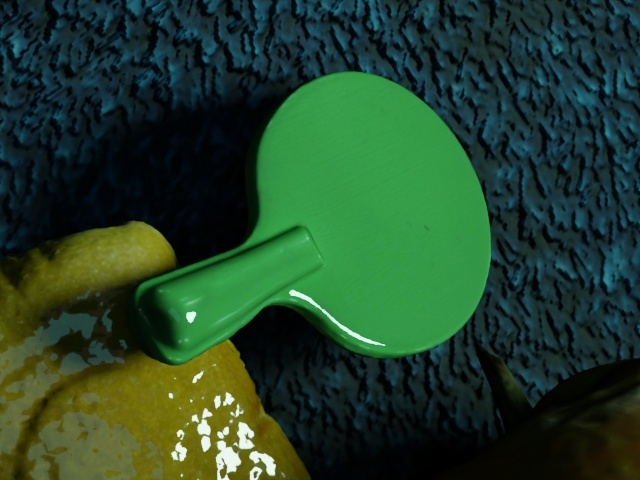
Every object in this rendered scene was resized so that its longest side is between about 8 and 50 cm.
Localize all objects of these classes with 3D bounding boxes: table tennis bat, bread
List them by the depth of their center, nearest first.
[{"bbox_3d":[-0.104,0.120,0.756,0.174,0.121,0.246,-28,87,-11],"label":"bread"},{"bbox_3d":[0.000,0.000,0.776,0.257,0.039,0.160,-28,91,-44],"label":"table tennis bat"}]

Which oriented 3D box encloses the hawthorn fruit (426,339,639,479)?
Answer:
[{"bbox_3d":[0.157,0.178,0.732,0.267,0.268,0.301,-19,77,-12],"label":"hawthorn fruit"}]
